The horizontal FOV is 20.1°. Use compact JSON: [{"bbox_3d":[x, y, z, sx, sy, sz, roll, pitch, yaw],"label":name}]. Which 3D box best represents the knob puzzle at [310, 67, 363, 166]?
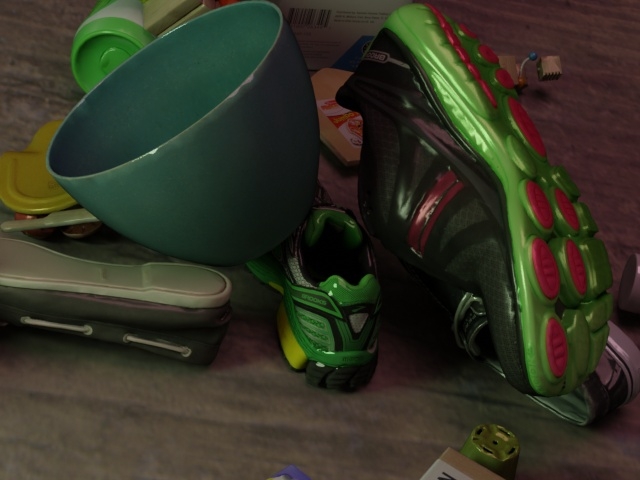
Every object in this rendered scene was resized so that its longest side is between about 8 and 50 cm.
[{"bbox_3d":[0.052,-0.158,2.329,0.213,0.030,0.213,10,37,-8],"label":"knob puzzle"}]

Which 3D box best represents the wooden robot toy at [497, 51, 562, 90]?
[{"bbox_3d":[0.250,-0.208,2.467,0.173,0.076,0.079,-3,75,-25],"label":"wooden robot toy"}]

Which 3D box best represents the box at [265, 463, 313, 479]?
[{"bbox_3d":[-0.053,0.285,1.683,0.105,0.043,0.179,35,41,25],"label":"box"}]

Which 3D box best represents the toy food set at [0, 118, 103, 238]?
[{"bbox_3d":[-0.291,-0.050,2.027,0.128,0.071,0.218,-12,36,2],"label":"toy food set"}]

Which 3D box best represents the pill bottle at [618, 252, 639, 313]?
[{"bbox_3d":[0.441,0.067,2.126,0.169,0.094,0.094,14,36,-3],"label":"pill bottle"}]

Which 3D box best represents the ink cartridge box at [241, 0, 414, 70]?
[{"bbox_3d":[0.014,-0.391,2.421,0.198,0.270,0.197,0,39,-23],"label":"ink cartridge box"}]

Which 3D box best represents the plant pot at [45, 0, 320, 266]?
[{"bbox_3d":[-0.113,-0.088,1.902,0.290,0.195,0.290,-27,27,15],"label":"plant pot"}]

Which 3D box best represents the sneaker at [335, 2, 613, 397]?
[{"bbox_3d":[0.158,-0.027,1.939,0.185,0.202,0.482,18,41,-47],"label":"sneaker"}]

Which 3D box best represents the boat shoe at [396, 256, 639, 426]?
[{"bbox_3d":[0.201,0.077,1.993,0.335,0.121,0.119,35,39,23],"label":"boat shoe"}]

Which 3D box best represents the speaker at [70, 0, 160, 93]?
[{"bbox_3d":[-0.225,-0.289,2.311,0.131,0.131,0.296,17,35,1],"label":"speaker"}]

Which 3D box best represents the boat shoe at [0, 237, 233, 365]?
[{"bbox_3d":[-0.258,0.067,1.861,0.335,0.095,0.112,8,22,-5],"label":"boat shoe"}]

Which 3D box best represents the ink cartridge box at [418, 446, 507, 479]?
[{"bbox_3d":[0.136,0.321,1.670,0.193,0.088,0.235,30,39,16],"label":"ink cartridge box"}]

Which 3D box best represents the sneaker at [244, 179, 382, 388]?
[{"bbox_3d":[0.000,0.000,1.998,0.134,0.146,0.343,-1,38,-23],"label":"sneaker"}]

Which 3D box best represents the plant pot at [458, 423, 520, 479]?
[{"bbox_3d":[0.164,0.228,1.813,0.083,0.079,0.083,10,36,-7],"label":"plant pot"}]

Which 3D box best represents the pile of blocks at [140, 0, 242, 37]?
[{"bbox_3d":[-0.134,-0.287,2.197,0.362,0.113,0.149,50,35,-15],"label":"pile of blocks"}]
